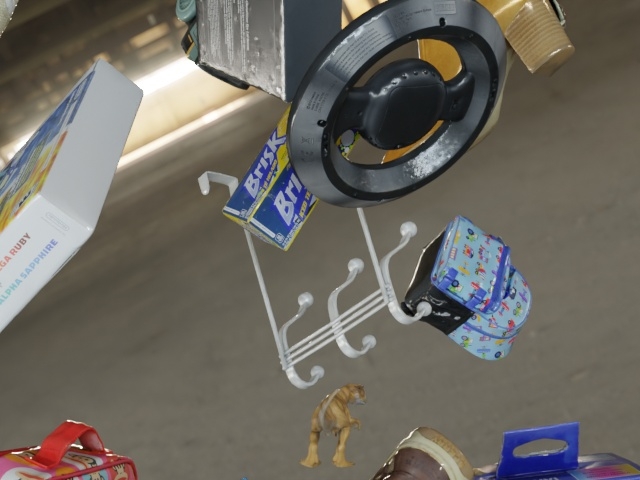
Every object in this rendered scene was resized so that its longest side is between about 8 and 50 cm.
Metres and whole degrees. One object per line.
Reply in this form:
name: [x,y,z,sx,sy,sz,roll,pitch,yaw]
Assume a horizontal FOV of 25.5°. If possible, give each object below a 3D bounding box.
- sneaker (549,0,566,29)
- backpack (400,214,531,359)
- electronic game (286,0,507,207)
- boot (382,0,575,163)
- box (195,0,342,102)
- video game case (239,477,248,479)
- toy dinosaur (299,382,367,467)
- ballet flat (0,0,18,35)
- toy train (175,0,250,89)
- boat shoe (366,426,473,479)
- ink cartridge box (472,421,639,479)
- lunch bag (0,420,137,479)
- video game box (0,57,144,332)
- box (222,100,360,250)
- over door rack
sneaker: [0.318,-0.395,2.137,0.066,0.188,0.071,-37,10,-4]
backpack: [0.218,0.072,1.948,0.117,0.173,0.158,-47,11,43]
electronic game: [0.071,-0.124,1.280,0.229,0.229,0.048,-28,51,-13]
boot: [0.146,-0.227,1.708,0.295,0.211,0.104,-40,-21,20]
box: [-0.066,-0.328,1.759,0.103,0.261,0.184,-21,35,-33]
video game case: [-0.109,0.367,1.680,0.119,0.166,0.015,-32,39,-12]
toy dinosaur: [0.008,0.211,1.656,0.064,0.112,0.211,5,4,11]
ballet flat: [-0.361,-0.296,1.587,0.052,0.168,0.057,-13,-31,-1]
toy train: [-0.089,-0.380,2.073,0.334,0.142,0.190,-52,35,19]
boat shoe: [0.064,0.347,1.627,0.123,0.123,0.342,-41,-13,-39]
ink cartridge box: [0.276,0.420,1.754,0.270,0.396,0.151,-6,2,-10]
lunch bag: [-0.308,0.331,1.589,0.120,0.258,0.293,12,-2,17]
video game box: [-0.202,-0.008,0.934,0.187,0.048,0.205,-47,18,24]
box: [-0.021,-0.078,1.374,0.054,0.059,0.169,21,77,55]
over door rack: [0.000,0.000,1.849,0.108,0.324,0.239,-11,-19,-46]
